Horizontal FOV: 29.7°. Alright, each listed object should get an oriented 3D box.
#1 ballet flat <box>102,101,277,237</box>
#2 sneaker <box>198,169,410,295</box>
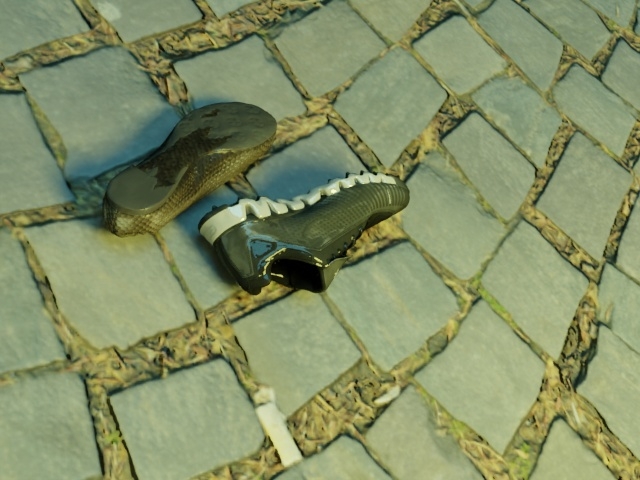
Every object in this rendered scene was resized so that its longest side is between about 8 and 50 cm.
[{"bbox_3d":[-0.125,-0.068,1.174,0.084,0.058,0.250,26,39,16],"label":"ballet flat"},{"bbox_3d":[0.000,0.000,1.183,0.234,0.078,0.106,-14,69,-33],"label":"sneaker"}]
